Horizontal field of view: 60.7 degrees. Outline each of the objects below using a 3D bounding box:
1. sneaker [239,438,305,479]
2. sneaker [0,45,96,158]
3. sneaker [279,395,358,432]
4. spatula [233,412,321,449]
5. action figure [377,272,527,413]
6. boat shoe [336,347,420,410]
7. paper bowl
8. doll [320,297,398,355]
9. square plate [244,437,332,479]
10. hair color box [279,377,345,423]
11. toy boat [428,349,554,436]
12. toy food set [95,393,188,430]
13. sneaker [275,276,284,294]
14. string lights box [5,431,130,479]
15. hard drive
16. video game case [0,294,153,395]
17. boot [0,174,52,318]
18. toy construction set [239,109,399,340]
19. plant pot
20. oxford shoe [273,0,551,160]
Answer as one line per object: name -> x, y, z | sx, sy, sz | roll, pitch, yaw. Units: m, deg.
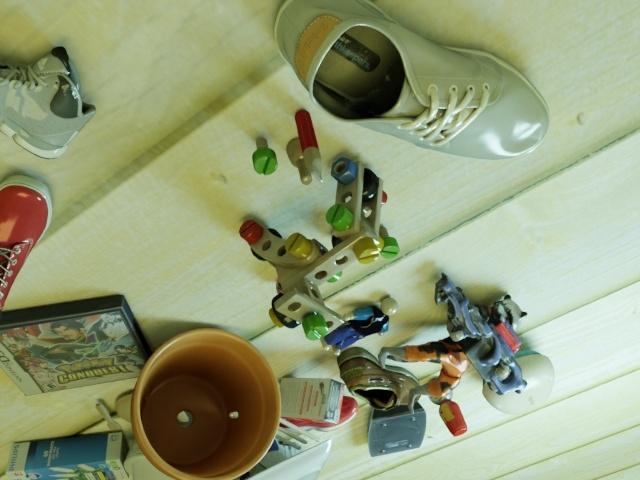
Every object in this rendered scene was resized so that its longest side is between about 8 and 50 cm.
sneaker -> -0.177, 0.630, 1.528 | 0.182, 0.127, 0.315 | -28, 137, 13
sneaker -> -0.367, -0.200, 0.639 | 0.132, 0.086, 0.229 | -35, 144, 16
sneaker -> -0.020, 0.423, 1.377 | 0.221, 0.087, 0.128 | -16, 139, 2
spatula -> -0.127, 0.437, 1.320 | 0.242, 0.019, 0.168 | 30, 142, -9
action figure -> 0.288, 0.206, 1.211 | 0.330, 0.178, 0.341 | -28, 109, 6
boat shoe -> 0.150, 0.368, 1.344 | 0.111, 0.104, 0.307 | -38, 132, 25
paper bowl -> -0.349, 0.587, 1.363 | 0.284, 0.148, 0.284 | 9, 138, 8
doll -> 0.087, 0.181, 1.172 | 0.189, 0.046, 0.129 | -35, 134, 23
square plate -> -0.133, 0.637, 1.365 | 0.344, 0.049, 0.347 | -19, 148, -22
hair color box -> -0.027, 0.368, 1.262 | 0.053, 0.093, 0.167 | 30, 151, -36
toy boat -> 0.441, 0.375, 1.414 | 0.318, 0.148, 0.267 | -26, 141, 3
toy food set -> -0.417, 0.392, 1.289 | 0.192, 0.038, 0.132 | -8, 131, 2
sneaker -> -0.034, 0.069, 1.030 | 0.057, 0.047, 0.119 | 17, 132, -45
string lights box -> -0.625, 0.556, 1.377 | 0.260, 0.076, 0.133 | -4, 138, -9
hard drive -> 0.217, 0.547, 1.589 | 0.172, 0.054, 0.254 | -10, 138, -3
video game case -> -0.489, 0.212, 1.073 | 0.275, 0.035, 0.248 | -8, 137, -5
boot -> -0.464, 0.037, 0.789 | 0.088, 0.176, 0.244 | 21, 126, -29
toy construction set -> 0.000, 0.000, 0.816 | 0.258, 0.237, 0.308 | -14, 137, 1
plant pot -> -0.252, 0.348, 1.122 | 0.291, 0.290, 0.203 | 12, 149, -25
oxford shoe -> 0.144, -0.189, 0.733 | 0.449, 0.130, 0.169 | 16, 129, -30
